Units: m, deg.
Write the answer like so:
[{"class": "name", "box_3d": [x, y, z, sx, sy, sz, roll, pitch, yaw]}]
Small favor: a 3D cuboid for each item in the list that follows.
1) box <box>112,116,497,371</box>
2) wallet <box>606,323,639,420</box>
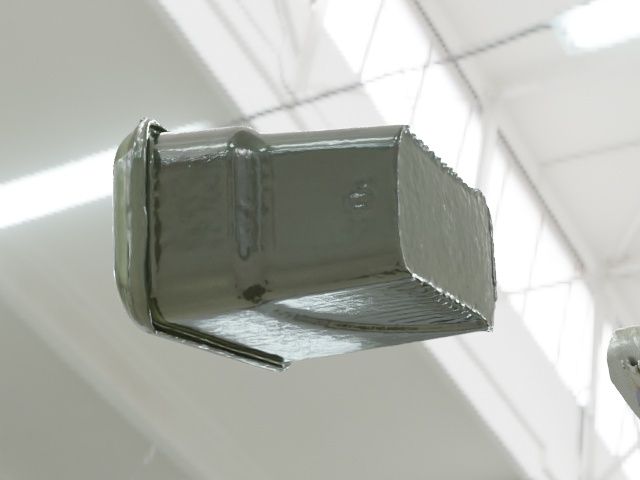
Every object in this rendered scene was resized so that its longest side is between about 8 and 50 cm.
[{"class": "box", "box_3d": [0.000, 0.000, 0.984, 0.178, 0.138, 0.274, -8, -13, 19]}, {"class": "wallet", "box_3d": [0.323, 0.165, 1.061, 0.275, 0.068, 0.335, 56, -13, 1]}]
